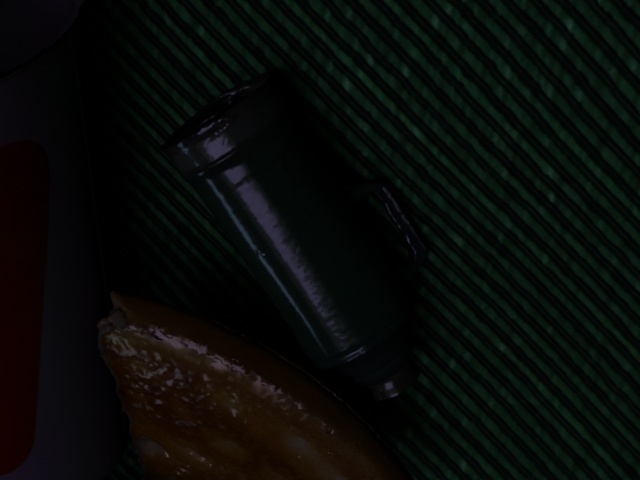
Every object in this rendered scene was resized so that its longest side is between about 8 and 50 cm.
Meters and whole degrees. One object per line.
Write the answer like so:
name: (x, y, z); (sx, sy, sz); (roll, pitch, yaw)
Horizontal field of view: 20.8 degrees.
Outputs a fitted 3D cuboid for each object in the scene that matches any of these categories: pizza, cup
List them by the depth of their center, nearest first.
cup: (-0.201, 0.008, 0.986); (0.203, 0.203, 0.288); (5, 125, 22)
pizza: (-0.060, 0.105, 1.027); (0.201, 0.053, 0.193); (36, 141, -11)

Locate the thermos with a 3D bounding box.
thermos: (-0.004, 0.002, 0.962); (0.073, 0.083, 0.187); (-16, 111, 52)
